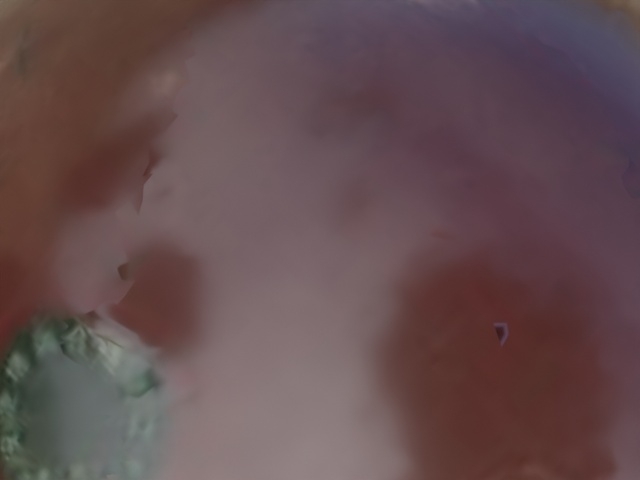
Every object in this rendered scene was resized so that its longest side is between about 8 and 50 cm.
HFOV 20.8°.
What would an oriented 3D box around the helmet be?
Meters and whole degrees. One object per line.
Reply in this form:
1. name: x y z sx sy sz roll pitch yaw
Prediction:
1. helmet: 0.000 0.000 0.550 0.337 0.385 0.230 -15 103 16
